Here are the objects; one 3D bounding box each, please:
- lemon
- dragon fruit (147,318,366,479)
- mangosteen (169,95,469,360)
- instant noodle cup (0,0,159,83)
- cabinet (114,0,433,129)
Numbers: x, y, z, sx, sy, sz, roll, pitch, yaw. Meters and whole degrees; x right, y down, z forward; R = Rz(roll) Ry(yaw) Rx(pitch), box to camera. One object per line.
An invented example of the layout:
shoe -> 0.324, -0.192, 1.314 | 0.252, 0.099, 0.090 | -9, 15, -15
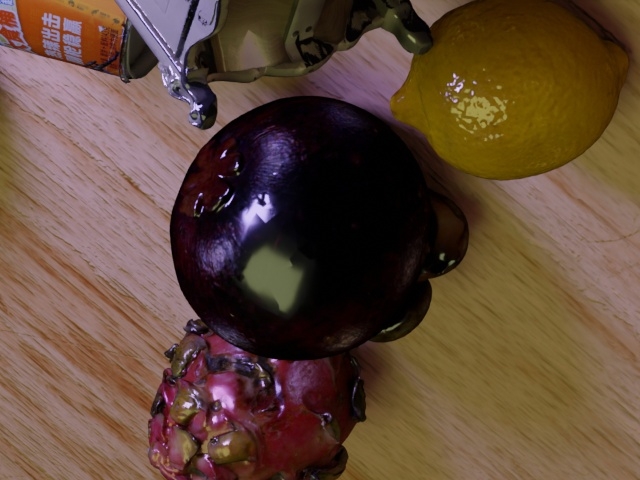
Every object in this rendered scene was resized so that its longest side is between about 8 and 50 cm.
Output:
lemon -> 0.190, -0.153, 1.795 | 0.244, 0.187, 0.187 | -7, 129, 2
dragon fruit -> -0.083, 0.219, 2.254 | 0.269, 0.291, 0.250 | 8, 126, 30
mangosteen -> 0.000, 0.000, 2.015 | 0.307, 0.307, 0.347 | -14, 147, 43
instant noodle cup -> -0.255, -0.309, 1.912 | 0.214, 0.296, 0.296 | 23, 138, 7
cabinet -> -0.062, -0.313, 1.667 | 0.318, 0.290, 0.227 | 52, 144, 22
